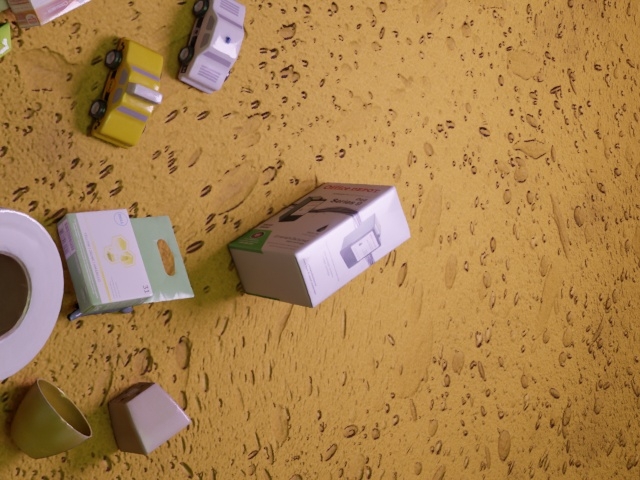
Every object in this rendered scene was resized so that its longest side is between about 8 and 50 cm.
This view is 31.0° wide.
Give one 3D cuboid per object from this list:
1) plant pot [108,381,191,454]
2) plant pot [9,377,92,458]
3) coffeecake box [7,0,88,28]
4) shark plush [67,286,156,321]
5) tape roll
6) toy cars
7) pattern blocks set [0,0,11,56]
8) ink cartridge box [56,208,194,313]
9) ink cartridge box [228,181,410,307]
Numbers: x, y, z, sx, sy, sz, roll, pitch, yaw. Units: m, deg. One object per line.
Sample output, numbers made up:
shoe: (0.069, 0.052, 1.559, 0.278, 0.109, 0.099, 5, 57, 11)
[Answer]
plant pot: (-0.321, 0.317, 2.099, 0.109, 0.109, 0.096, -34, 106, -33)
plant pot: (-0.469, 0.314, 1.960, 0.095, 0.134, 0.134, -41, 125, -1)
coffeecake box: (-0.450, -0.455, 1.854, 0.142, 0.068, 0.185, -39, 120, -38)
shark plush: (-0.374, 0.103, 2.038, 0.161, 0.067, 0.073, -5, 100, -42)
tape roll: (-0.546, 0.080, 1.822, 0.286, 0.100, 0.286, -20, 115, -49)
toy cars: (-0.254, -0.312, 2.069, 0.394, 0.087, 0.176, -39, 121, -31)
pattern blocks set: (-0.576, -0.408, 1.806, 0.325, 0.026, 0.285, -50, 126, -25)
ink cartridge box: (-0.331, 0.029, 2.028, 0.235, 0.056, 0.171, -7, 72, -39)
ink cartridge box: (0.000, 0.000, 2.265, 0.289, 0.211, 0.121, -35, 117, -34)
